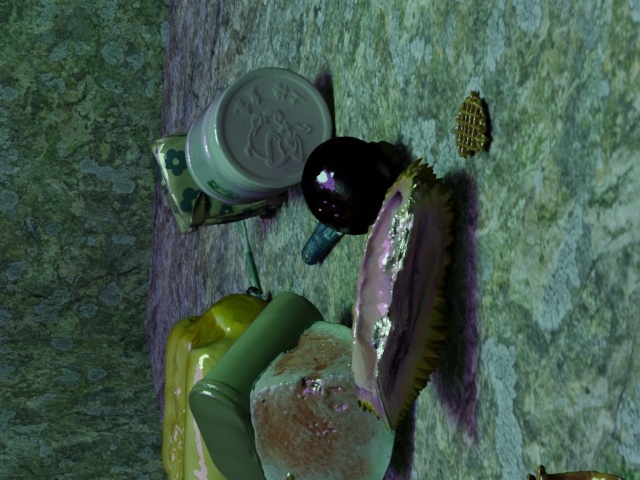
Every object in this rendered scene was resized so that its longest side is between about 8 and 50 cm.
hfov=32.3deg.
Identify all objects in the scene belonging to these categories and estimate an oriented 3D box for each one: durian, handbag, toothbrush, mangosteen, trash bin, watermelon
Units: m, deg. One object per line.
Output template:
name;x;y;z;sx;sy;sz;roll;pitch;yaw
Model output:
durian;0.113;0.064;1.422;0.191;0.112;0.341;-152;69;-82
handbag;-0.200;-0.125;2.229;0.190;0.252;0.193;129;127;-75
toothbrush;-0.160;0.044;2.492;0.018;0.024;0.257;104;156;-43
mangosteen;0.051;-0.085;1.577;0.152;0.152;0.152;178;90;-74
trash bin;-0.083;0.242;1.790;0.121;0.247;0.243;12;137;31
watermelon;0.004;0.249;1.644;0.262;0.201;0.212;-167;68;-67

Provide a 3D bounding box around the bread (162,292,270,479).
bread;-0.160;0.300;2.144;0.361;0.250;0.394;180;91;-71

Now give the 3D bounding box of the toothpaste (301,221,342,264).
toothpaste;0.000;0.000;1.917;0.057;0.035;0.197;66;156;15

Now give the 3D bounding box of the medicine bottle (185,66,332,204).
medicine bottle;-0.118;-0.179;1.984;0.325;0.212;0.212;166;101;-73

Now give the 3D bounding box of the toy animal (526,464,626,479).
toy animal;0.243;0.295;1.052;0.255;0.116;0.114;100;-176;-51

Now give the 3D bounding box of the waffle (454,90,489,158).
waffle;0.178;-0.134;1.321;0.085;0.016;0.078;132;138;-66

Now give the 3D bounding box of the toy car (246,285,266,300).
toy car;-0.156;0.164;2.376;0.080;0.070;0.170;-59;4;-25
